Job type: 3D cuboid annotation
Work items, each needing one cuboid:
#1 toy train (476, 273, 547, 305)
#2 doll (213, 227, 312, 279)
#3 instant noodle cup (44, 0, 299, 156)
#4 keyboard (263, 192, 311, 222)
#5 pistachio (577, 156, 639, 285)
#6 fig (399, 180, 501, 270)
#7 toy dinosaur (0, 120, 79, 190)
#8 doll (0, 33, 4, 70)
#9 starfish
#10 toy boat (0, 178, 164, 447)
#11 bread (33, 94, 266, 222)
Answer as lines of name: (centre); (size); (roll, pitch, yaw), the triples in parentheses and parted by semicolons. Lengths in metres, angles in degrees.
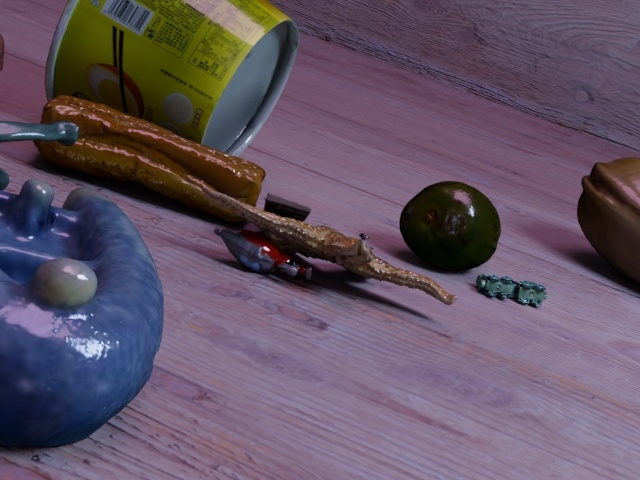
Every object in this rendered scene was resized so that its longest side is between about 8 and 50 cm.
toy train: (0.232, 0.057, 1.539); (0.092, 0.029, 0.045); (12, 9, -18)
doll: (-0.062, 0.015, 1.336); (0.114, 0.039, 0.057); (23, 37, -9)
instant noodle cup: (-0.182, -0.237, 1.654); (0.221, 0.311, 0.311); (32, 18, 11)
keyboard: (-0.042, -0.034, 1.444); (0.055, 0.017, 0.166); (20, -4, -2)
pistachio: (0.486, -0.007, 1.816); (0.213, 0.163, 0.260); (22, 26, -49)
fig: (0.181, -0.006, 1.588); (0.117, 0.117, 0.177); (32, -1, 41)
toy dinosaur: (-0.414, -0.071, 1.157); (0.383, 0.129, 0.331); (19, 24, 9)
doll: (-0.541, -0.254, 1.613); (0.278, 0.119, 0.154); (11, 13, 13)
starfish: (-0.002, 0.005, 1.382); (0.295, 0.048, 0.231); (20, -2, -13)
toy boat: (-0.215, 0.012, 0.932); (0.215, 0.123, 0.330); (19, 23, -21)
bread: (-0.199, -0.097, 1.491); (0.271, 0.077, 0.139); (18, 12, -6)
